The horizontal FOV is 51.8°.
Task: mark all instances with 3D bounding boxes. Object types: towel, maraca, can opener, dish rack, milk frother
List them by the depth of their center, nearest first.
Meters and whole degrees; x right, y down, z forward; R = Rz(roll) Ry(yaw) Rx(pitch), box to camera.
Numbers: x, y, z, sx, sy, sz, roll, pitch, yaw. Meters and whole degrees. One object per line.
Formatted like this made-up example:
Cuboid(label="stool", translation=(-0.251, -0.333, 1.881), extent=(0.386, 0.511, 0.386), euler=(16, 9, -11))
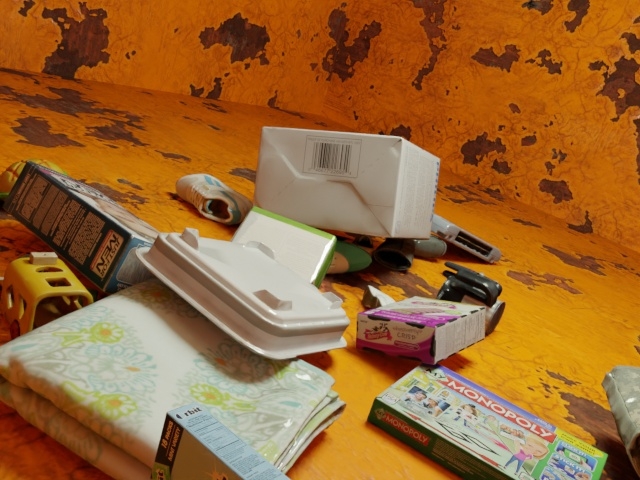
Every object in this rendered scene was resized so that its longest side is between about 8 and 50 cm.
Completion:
Cuboid(label="towel", translation=(-0.179, 0.184, 0.849), extent=(0.374, 0.090, 0.320), euler=(25, 19, 16))
Cuboid(label="dish rack", translation=(-0.099, 0.071, 1.047), extent=(0.285, 0.072, 0.333), euler=(34, 8, 22))
Cuboid(label="maraca", translation=(-0.620, -0.113, 1.365), extent=(0.185, 0.099, 0.127), euler=(-15, 23, -11))
Cuboid(label="milk frother", translation=(0.312, 0.152, 1.446), extent=(0.134, 0.129, 0.143), euler=(27, 63, 29))
Cuboid(label="can opener", translation=(0.388, 0.100, 1.698), extent=(0.073, 0.059, 0.186), euler=(1, 24, -39))

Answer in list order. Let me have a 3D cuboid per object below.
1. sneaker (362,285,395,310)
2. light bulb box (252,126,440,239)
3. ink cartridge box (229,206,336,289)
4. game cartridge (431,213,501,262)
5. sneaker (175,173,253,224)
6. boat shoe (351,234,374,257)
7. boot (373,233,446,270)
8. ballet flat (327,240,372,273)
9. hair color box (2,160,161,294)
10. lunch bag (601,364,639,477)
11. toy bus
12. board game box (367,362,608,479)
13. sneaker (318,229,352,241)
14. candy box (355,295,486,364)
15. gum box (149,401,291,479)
Cuboid(label="sneaker", translation=(0.131, 0.137, 1.362), extent=(0.061, 0.054, 0.152), euler=(16, 17, -12))
Cuboid(label="light bulb box", translation=(0.076, -0.132, 1.627), extent=(0.357, 0.225, 0.361), euler=(9, 3, 22))
Cuboid(label="ink cartridge box", translation=(-0.103, 0.076, 1.290), extent=(0.188, 0.097, 0.255), euler=(20, 52, 9))
Cuboid(label="game cartridge", translation=(0.390, -0.025, 1.966), extent=(0.297, 0.062, 0.198), euler=(23, 14, -42))
Cuboid(label="sneaker", translation=(-0.283, -0.108, 1.666), extent=(0.228, 0.087, 0.092), euler=(23, 20, 24))
Cuboid(label="boat shoe", translation=(0.113, 0.015, 1.701), extent=(0.063, 0.059, 0.170), euler=(16, 18, -4))
Cuboid(label="boot", translation=(0.244, 0.028, 1.761), extent=(0.189, 0.076, 0.208), euler=(8, 11, 7))
Cuboid(label="ballet flat", translation=(-0.007, 0.036, 1.525), extent=(0.247, 0.083, 0.087), euler=(18, 41, 4))
Cuboid(label="hair color box", translation=(-0.389, -0.012, 1.166), extent=(0.347, 0.105, 0.174), euler=(30, 1, 34))
Cuboid(label="lunch bag", translation=(0.585, 0.324, 1.029), extent=(0.287, 0.169, 0.235), euler=(24, 19, 8))
Cuboid(label="toy bus", translation=(-0.415, 0.070, 0.975), extent=(0.202, 0.104, 0.191), euler=(17, 17, -2))
Cuboid(label="board game box", translation=(0.256, 0.299, 1.000), extent=(0.317, 0.046, 0.213), euler=(25, 20, 26))
Cuboid(label="sneaker", translation=(-0.001, 0.003, 1.646), extent=(0.089, 0.051, 0.170), euler=(22, 14, 29))
Cuboid(label="candy box", translation=(0.193, 0.161, 1.233), extent=(0.159, 0.071, 0.233), euler=(6, 6, 34))
Cuboid(label="gum box", translation=(-0.086, 0.265, 0.603), extent=(0.184, 0.157, 0.041), euler=(29, 22, 32))
